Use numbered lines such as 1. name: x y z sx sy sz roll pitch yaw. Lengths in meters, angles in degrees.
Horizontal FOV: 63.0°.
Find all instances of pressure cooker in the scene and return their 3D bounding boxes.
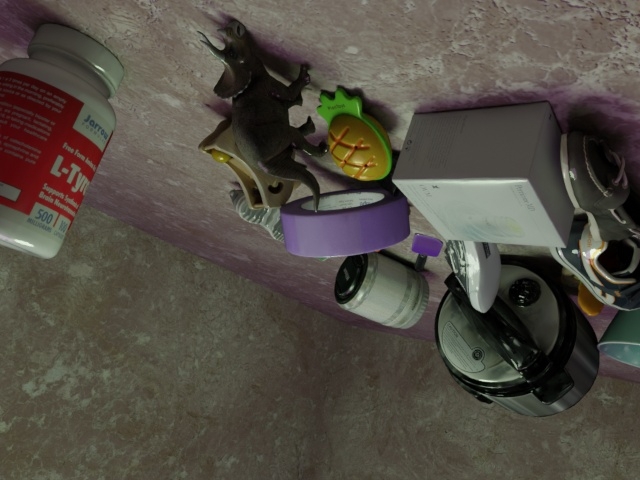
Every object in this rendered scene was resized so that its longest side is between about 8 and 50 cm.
1. pressure cooker: 0.514 0.252 1.409 0.369 0.376 0.420 -1 154 40

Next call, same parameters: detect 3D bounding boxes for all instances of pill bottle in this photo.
1. pill bottle: -0.539 -0.190 1.001 0.228 0.408 0.229 17 166 4

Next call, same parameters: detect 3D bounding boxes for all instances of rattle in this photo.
1. rattle: 0.648 0.133 1.296 0.130 0.143 0.200 1 161 -8

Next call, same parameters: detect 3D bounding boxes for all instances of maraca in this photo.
1. maraca: 0.060 -0.184 0.927 0.127 0.099 0.186 -1 130 47

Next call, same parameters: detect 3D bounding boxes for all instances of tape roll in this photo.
1. tape roll: 0.053 -0.046 1.132 0.274 0.090 0.275 -7 -165 2

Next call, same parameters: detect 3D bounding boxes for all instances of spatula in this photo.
1. spatula: 0.312 0.046 1.584 0.084 0.030 0.296 13 165 10

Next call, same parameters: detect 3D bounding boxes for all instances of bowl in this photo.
1. bowl: 0.875 0.228 1.304 0.311 0.163 0.311 17 166 4

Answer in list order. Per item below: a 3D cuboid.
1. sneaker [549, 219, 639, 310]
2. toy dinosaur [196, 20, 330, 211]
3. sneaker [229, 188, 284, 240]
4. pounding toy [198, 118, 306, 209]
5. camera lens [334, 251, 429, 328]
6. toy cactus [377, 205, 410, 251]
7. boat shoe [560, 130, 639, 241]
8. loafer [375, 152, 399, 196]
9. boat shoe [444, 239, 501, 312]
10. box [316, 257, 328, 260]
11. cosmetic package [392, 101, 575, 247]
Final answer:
1. sneaker: 0.620 0.062 1.075 0.321 0.126 0.127 27 169 -25
2. toy dinosaur: -0.084 -0.189 0.856 0.160 0.314 0.121 -17 -174 -15
3. sneaker: -0.163 -0.091 1.598 0.115 0.105 0.281 45 -174 37
4. pounding toy: -0.156 -0.155 1.171 0.269 0.154 0.154 30 161 -37
5. camera lens: 0.200 0.163 1.773 0.274 0.220 0.219 24 164 -21
6. toy cactus: 0.151 -0.054 1.329 0.219 0.112 0.180 31 143 -32
7. boat shoe: 0.451 -0.084 0.811 0.095 0.112 0.335 -8 157 34
8. loafer: 0.149 -0.128 1.044 0.223 0.078 0.076 14 165 16
9. boat shoe: 0.336 0.034 1.198 0.102 0.108 0.301 17 140 45
10. box: 0.000 0.000 1.655 0.087 0.102 0.101 22 166 -8
11. cosmetic package: 0.279 -0.098 0.864 0.224 0.138 0.224 4 157 41
